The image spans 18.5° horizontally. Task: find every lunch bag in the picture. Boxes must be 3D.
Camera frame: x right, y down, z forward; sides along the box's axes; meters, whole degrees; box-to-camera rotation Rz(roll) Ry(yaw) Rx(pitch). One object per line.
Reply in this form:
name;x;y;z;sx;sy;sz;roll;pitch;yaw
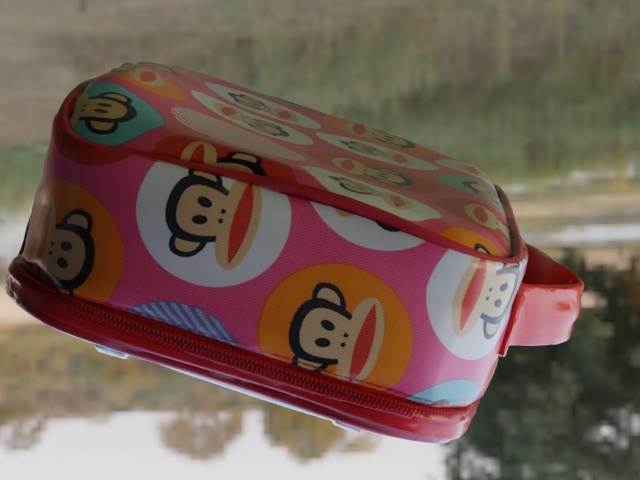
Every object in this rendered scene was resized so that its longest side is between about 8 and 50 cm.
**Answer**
lunch bag;0.000;0.000;0.956;0.258;0.120;0.293;16;-170;2
